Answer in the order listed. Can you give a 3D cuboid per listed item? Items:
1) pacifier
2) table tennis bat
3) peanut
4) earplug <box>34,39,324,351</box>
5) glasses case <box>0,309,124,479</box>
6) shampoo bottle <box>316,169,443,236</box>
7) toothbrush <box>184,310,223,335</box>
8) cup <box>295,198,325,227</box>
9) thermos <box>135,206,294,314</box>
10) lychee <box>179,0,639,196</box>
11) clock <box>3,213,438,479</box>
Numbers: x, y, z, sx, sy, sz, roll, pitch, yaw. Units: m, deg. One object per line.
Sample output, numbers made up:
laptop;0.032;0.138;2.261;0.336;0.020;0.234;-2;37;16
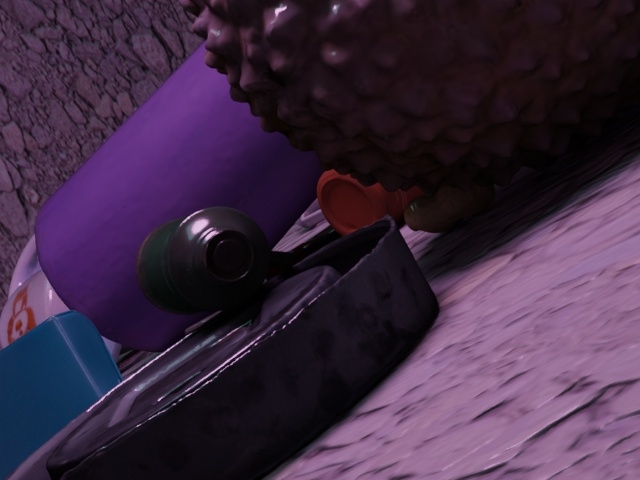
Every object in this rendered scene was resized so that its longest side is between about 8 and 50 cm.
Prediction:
pacifier;-0.273;0.089;1.956;0.207;0.227;0.279;11;-25;-34
table tennis bat;0.000;0.000;1.715;0.154;0.019;0.098;-34;4;-30
peanut;0.099;-0.026;1.216;0.083;0.037;0.037;-27;8;33
earplug;-0.077;-0.097;1.565;0.456;0.215;0.215;-44;0;32
glasses case;-0.316;0.188;1.476;0.301;0.117;0.070;-32;-5;17
shampoo bottle;0.096;-0.086;1.523;0.085;0.085;0.244;-29;7;47
toothbrush;-0.028;0.048;1.382;0.030;0.030;0.297;-27;0;-42
cup;0.009;-0.062;1.985;0.116;0.074;0.104;-36;32;27
thermos;-0.076;0.018;1.098;0.073;0.083;0.187;-57;10;-10
lychee;0.091;-0.221;1.154;0.432;0.380;0.380;-46;10;-29
clock;-0.065;0.096;0.982;0.312;0.061;0.312;-34;5;4
